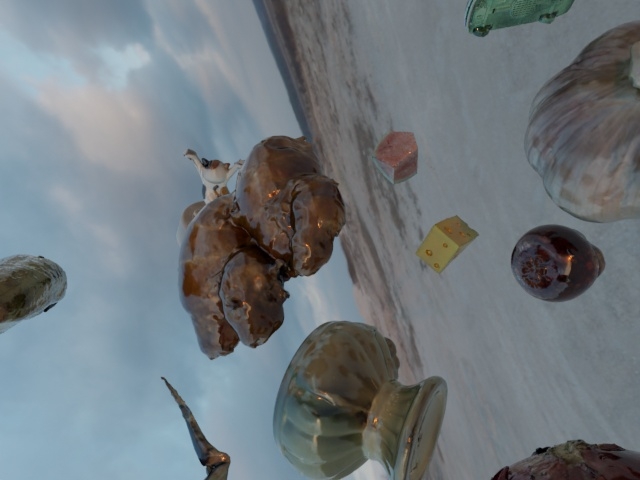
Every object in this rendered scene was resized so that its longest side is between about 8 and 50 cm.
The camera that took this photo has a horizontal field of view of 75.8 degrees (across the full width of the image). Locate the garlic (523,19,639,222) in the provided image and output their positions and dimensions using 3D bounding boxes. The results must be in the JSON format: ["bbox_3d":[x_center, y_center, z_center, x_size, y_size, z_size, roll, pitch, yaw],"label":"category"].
[{"bbox_3d":[0.442,-0.164,0.547,0.321,0.323,0.240,-105,0,-52],"label":"garlic"}]

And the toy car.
[{"bbox_3d":[0.379,-0.463,0.782,0.090,0.225,0.076,83,173,-61],"label":"toy car"}]

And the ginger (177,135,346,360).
[{"bbox_3d":[-0.093,0.016,0.631,0.153,0.357,0.274,30,-167,-47],"label":"ginger"}]

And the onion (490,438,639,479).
[{"bbox_3d":[0.296,0.343,0.421,0.276,0.277,0.275,-19,-90,-87],"label":"onion"}]

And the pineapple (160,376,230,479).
[{"bbox_3d":[-0.059,0.255,0.270,0.334,0.161,0.158,-146,72,-67],"label":"pineapple"}]

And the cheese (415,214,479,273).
[{"bbox_3d":[0.374,-0.008,1.166,0.093,0.171,0.126,43,141,21],"label":"cheese"}]

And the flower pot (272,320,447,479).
[{"bbox_3d":[0.089,0.318,0.771,0.308,0.244,0.306,-28,-54,-49],"label":"flower pot"}]

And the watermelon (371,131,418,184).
[{"bbox_3d":[0.140,-0.140,0.709,0.092,0.084,0.072,34,-176,-22],"label":"watermelon"}]

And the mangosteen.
[{"bbox_3d":[0.459,0.030,0.784,0.156,0.182,0.145,44,157,51],"label":"mangosteen"}]

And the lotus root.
[{"bbox_3d":[-0.419,0.069,0.560,0.097,0.110,0.258,63,162,-11],"label":"lotus root"}]

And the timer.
[{"bbox_3d":[-0.270,-0.100,1.040,0.175,0.176,0.265,-106,26,-44],"label":"timer"}]
